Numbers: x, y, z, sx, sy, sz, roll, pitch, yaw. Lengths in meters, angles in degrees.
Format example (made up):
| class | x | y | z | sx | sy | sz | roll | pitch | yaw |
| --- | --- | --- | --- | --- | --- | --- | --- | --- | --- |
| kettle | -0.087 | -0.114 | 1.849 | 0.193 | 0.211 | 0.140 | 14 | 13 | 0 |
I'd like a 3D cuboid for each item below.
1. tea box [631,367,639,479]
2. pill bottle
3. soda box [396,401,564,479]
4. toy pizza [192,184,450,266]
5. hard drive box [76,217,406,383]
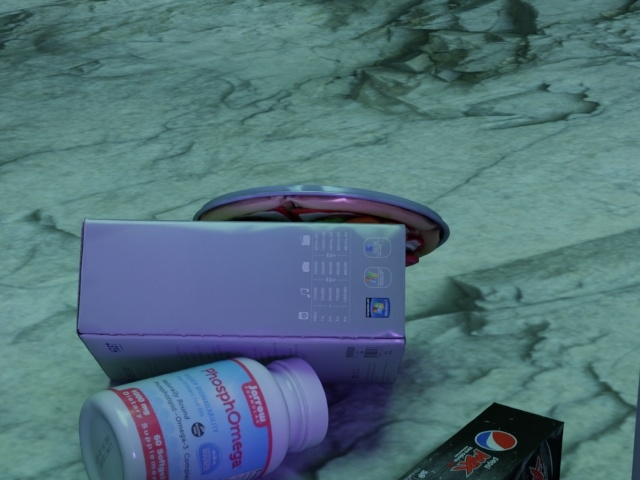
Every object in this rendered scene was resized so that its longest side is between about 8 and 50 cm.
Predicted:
| class | x | y | z | sx | sy | sz | roll | pitch | yaw |
| --- | --- | --- | --- | --- | --- | --- | --- | --- | --- |
| tea box | 0.324 | 0.135 | 0.754 | 0.323 | 0.329 | 0.220 | 2 | 20 | -1 |
| pill bottle | -0.079 | 0.130 | 1.094 | 0.160 | 0.087 | 0.087 | -12 | 24 | -30 |
| soda box | 0.101 | 0.167 | 1.048 | 0.060 | 0.053 | 0.169 | 14 | 25 | 30 |
| toy pizza | 0.000 | 0.000 | 1.233 | 0.201 | 0.032 | 0.201 | 2 | -15 | 1 |
| hard drive box | -0.054 | 0.050 | 1.187 | 0.232 | 0.089 | 0.181 | 1 | -15 | -1 |
